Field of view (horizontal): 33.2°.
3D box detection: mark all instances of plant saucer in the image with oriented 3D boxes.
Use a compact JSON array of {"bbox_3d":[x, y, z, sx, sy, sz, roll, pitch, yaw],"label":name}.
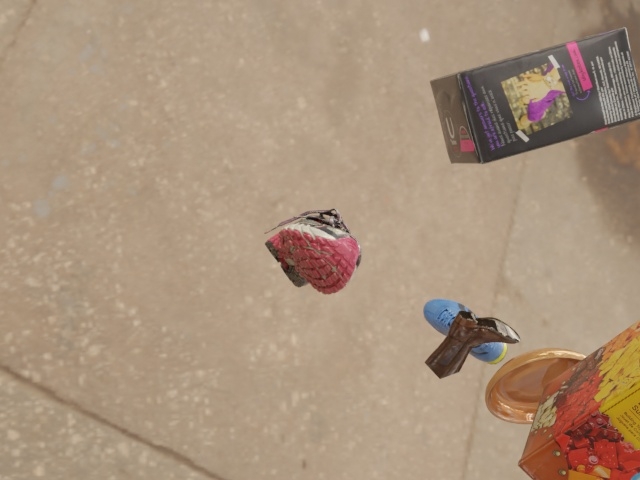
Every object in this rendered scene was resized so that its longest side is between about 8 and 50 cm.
[{"bbox_3d":[0.372,0.240,1.801,0.200,0.200,0.037,34,35,-37],"label":"plant saucer"}]

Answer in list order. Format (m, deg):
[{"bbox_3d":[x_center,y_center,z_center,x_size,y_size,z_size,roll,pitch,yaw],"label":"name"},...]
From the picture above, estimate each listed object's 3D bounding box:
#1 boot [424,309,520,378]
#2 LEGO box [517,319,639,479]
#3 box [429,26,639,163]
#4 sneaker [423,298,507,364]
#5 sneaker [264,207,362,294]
[{"bbox_3d":[0.218,0.161,1.554,0.106,0.114,0.037,21,30,-8],"label":"boot"},{"bbox_3d":[0.539,0.286,1.206,0.500,0.372,0.193,45,32,-2],"label":"LEGO box"},{"bbox_3d":[0.327,-0.215,1.633,0.270,0.165,0.143,-16,96,-7],"label":"box"},{"bbox_3d":[0.254,0.152,1.978,0.082,0.209,0.069,36,90,-42],"label":"sneaker"},{"bbox_3d":[0.000,0.000,1.614,0.112,0.299,0.121,-38,101,-11],"label":"sneaker"}]
